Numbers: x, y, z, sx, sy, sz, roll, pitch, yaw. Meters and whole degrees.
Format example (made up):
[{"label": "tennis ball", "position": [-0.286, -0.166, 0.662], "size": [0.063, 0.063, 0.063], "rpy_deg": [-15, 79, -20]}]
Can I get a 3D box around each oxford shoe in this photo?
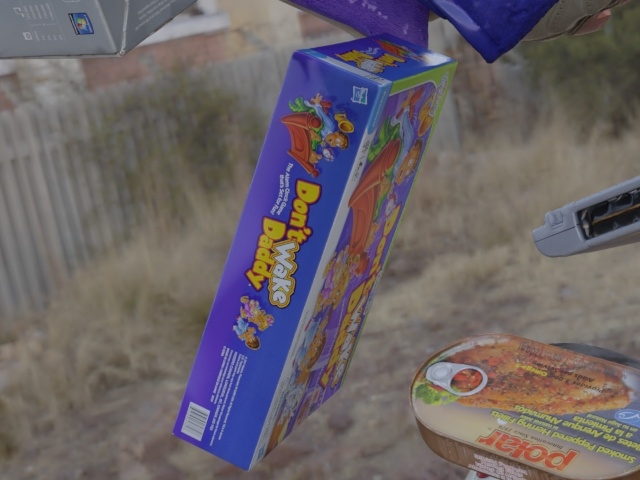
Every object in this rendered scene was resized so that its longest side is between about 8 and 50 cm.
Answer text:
[{"label": "oxford shoe", "position": [0.247, -0.292, 1.367], "size": [0.147, 0.140, 0.397], "rpy_deg": [-18, -12, 2]}]

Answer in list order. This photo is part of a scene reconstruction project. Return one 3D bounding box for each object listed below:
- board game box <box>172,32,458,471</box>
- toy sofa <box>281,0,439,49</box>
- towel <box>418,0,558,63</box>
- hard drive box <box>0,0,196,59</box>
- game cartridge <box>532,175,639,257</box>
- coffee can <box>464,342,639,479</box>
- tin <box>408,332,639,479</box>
[{"label": "board game box", "position": [0.000, 0.000, 1.101], "size": [0.078, 0.347, 0.233], "rpy_deg": [24, 20, 15]}, {"label": "toy sofa", "position": [0.001, -0.305, 1.101], "size": [0.363, 0.177, 0.150], "rpy_deg": [22, -19, -25]}, {"label": "towel", "position": [0.145, -0.304, 0.854], "size": [0.308, 0.228, 0.076], "rpy_deg": [-44, 12, 13]}, {"label": "hard drive box", "position": [-0.182, -0.201, 0.864], "size": [0.232, 0.089, 0.181], "rpy_deg": [4, 35, 35]}, {"label": "game cartridge", "position": [0.381, -0.052, 1.238], "size": [0.198, 0.062, 0.297], "rpy_deg": [-4, -14, -43]}, {"label": "coffee can", "position": [0.213, 0.257, 1.094], "size": [0.202, 0.201, 0.275], "rpy_deg": [-2, 49, 48]}, {"label": "tin", "position": [0.148, 0.120, 0.849], "size": [0.190, 0.040, 0.106], "rpy_deg": [15, 41, 37]}]
